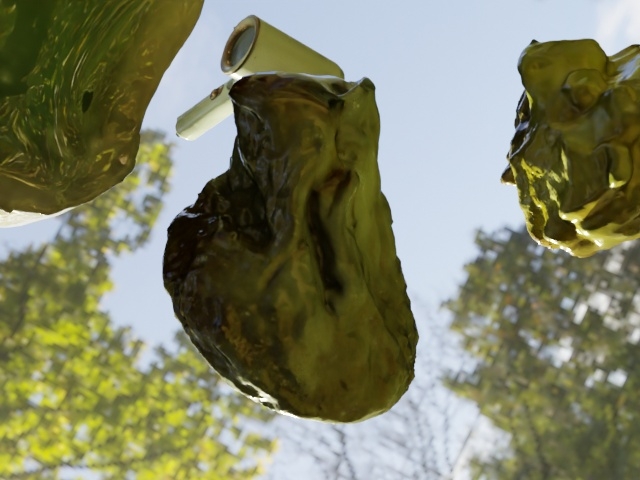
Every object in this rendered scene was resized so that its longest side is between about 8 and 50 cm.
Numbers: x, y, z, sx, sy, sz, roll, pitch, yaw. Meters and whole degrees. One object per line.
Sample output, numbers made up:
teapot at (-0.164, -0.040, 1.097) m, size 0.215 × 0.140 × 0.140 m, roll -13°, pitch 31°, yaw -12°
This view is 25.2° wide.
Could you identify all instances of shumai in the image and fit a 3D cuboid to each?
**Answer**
shumai at (0.000, 0.000, 1.145) m, size 0.222 × 0.272 × 0.203 m, roll -14°, pitch -32°, yaw -50°

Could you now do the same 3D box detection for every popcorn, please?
popcorn at (0.195, -0.061, 0.918) m, size 0.173 × 0.174 × 0.142 m, roll -7°, pitch -84°, yaw -62°

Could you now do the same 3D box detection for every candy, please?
candy at (-0.315, -0.202, 1.301) m, size 0.427 × 0.186 × 0.386 m, roll 11°, pitch -75°, yaw -50°

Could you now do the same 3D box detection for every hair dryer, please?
hair dryer at (-0.092, -0.163, 1.668) m, size 0.131 × 0.236 × 0.073 m, roll 26°, pitch -127°, yaw -30°
